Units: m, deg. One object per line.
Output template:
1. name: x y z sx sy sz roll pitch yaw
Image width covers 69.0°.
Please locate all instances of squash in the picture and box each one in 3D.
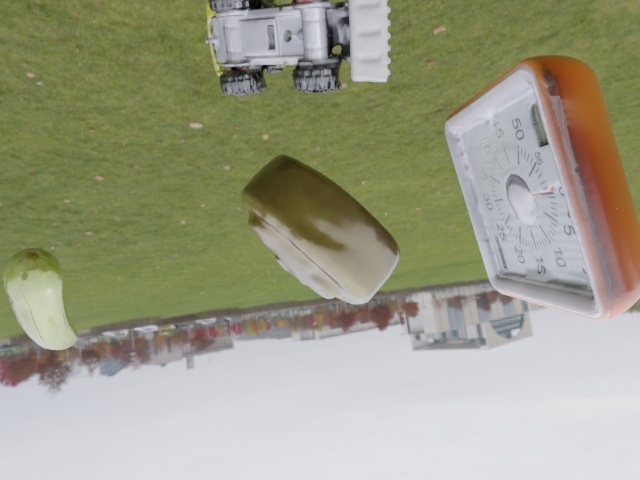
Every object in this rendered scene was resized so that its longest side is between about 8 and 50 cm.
1. squash: -0.461 0.106 0.775 0.083 0.083 0.250 -4 140 -21

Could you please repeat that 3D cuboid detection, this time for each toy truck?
1. toy truck: -0.030 -0.251 0.567 0.285 0.137 0.111 12 -150 32

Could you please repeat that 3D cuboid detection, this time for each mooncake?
1. mooncake: 0.000 0.000 0.652 0.117 0.235 0.235 -46 178 -11

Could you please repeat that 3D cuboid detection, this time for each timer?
1. timer: 0.261 -0.060 0.532 0.161 0.258 0.250 -17 -178 12
